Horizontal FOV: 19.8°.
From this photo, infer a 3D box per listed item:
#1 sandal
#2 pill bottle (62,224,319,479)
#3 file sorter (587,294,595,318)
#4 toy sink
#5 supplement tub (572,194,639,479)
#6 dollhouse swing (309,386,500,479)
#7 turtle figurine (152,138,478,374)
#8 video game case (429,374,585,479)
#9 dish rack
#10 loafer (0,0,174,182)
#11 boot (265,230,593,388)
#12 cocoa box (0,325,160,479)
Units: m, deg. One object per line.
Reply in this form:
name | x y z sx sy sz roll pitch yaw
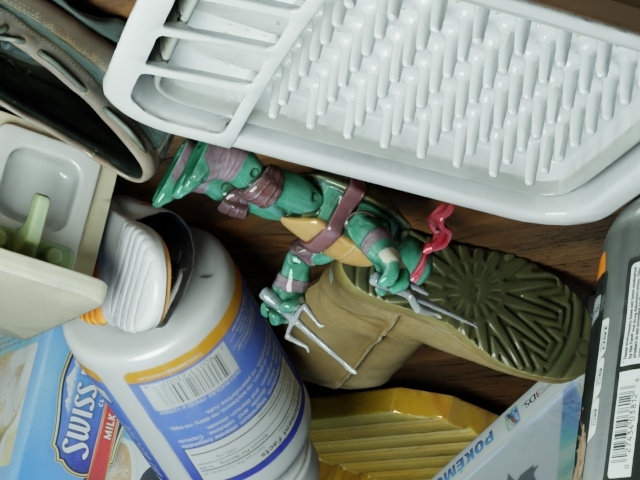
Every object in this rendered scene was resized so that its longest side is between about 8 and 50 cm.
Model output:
sandal | -0.130 0.025 1.388 0.076 0.102 0.265 5 -173 -20
pill bottle | -0.097 0.127 1.559 0.152 0.152 0.272 0 139 27
file sorter | 0.366 0.139 1.432 0.278 0.173 0.193 -9 152 45
toy sink | -0.248 -0.019 1.378 0.153 0.131 0.234 18 164 -19
supplement tub | 0.266 0.102 1.136 0.207 0.338 0.207 10 161 3
dollhouse swing | 0.071 0.318 1.942 0.347 0.315 0.305 26 172 -35
turtle figurine | 0.000 0.000 1.326 0.234 0.118 0.175 29 149 -12
video game case | 0.277 0.251 1.787 0.329 0.036 0.300 22 128 -28
dish rack | 0.056 -0.110 1.059 0.333 0.072 0.285 15 159 -11
loafer | -0.198 -0.118 1.145 0.267 0.084 0.096 23 157 -30
boot | 0.082 0.077 1.547 0.236 0.089 0.269 26 157 -5
cocoa box | -0.242 0.193 1.804 0.228 0.231 0.347 21 158 -25
